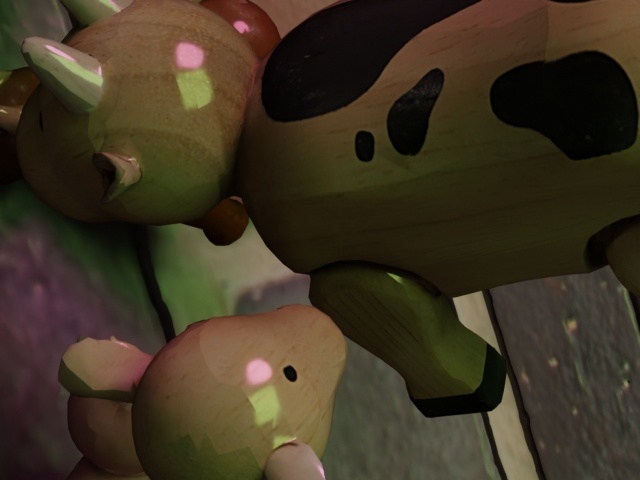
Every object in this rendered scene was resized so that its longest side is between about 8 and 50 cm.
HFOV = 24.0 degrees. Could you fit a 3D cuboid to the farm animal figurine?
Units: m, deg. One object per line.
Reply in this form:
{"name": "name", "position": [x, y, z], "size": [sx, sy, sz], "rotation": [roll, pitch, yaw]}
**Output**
{"name": "farm animal figurine", "position": [0.000, 0.000, 0.425], "size": [0.172, 0.326, 0.330], "rotation": [46, 27, -45]}
